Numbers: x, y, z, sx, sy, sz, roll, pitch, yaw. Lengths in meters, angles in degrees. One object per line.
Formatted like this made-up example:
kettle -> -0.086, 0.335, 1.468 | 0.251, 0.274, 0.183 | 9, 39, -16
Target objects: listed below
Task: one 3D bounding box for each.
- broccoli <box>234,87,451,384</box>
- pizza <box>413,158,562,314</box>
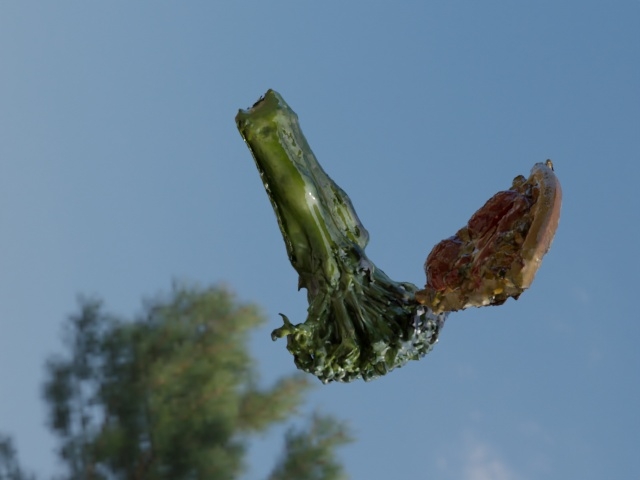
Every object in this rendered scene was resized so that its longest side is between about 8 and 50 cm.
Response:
broccoli -> 0.006, -0.004, 1.425 | 0.304, 0.145, 0.165 | 61, 18, -11
pizza -> 0.085, 0.002, 0.713 | 0.100, 0.029, 0.099 | -49, -168, 5
